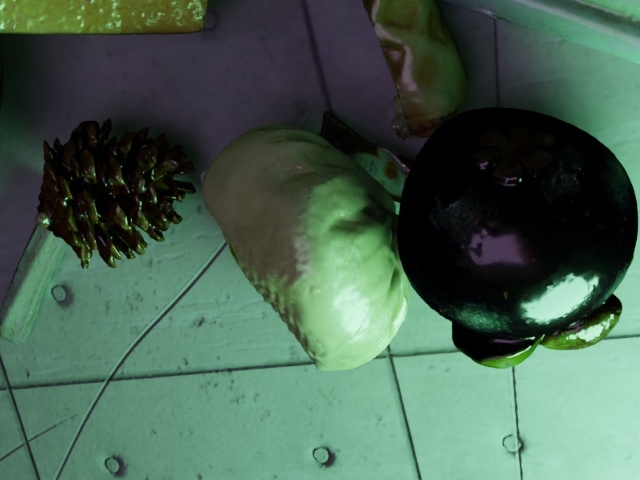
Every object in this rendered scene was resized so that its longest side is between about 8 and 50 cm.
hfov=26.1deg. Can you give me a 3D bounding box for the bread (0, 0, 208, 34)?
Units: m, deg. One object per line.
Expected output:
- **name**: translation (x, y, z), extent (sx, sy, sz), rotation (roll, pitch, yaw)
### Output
- **bread**: translation (-0.246, -0.294, 1.316), extent (0.275, 0.114, 0.184), rotation (-3, 114, -17)

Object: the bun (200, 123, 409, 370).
- **bun**: translation (0.000, 0.000, 1.345), extent (0.160, 0.259, 0.259), rotation (-34, 95, -4)

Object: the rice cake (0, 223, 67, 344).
- **rice cake**: translation (-0.325, 0.033, 1.584), extent (0.047, 0.036, 0.206), rotation (26, 117, -2)

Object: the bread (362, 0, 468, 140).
- **bread**: translation (0.072, -0.208, 1.288), extent (0.088, 0.128, 0.232), rotation (-22, 100, 1)

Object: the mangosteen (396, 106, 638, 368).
- **mangosteen**: translation (0.185, 0.000, 1.273), extent (0.243, 0.243, 0.242), rotation (8, 112, 19)

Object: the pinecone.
- **pinecone**: translation (-0.215, -0.053, 1.443), extent (0.174, 0.173, 0.173), rotation (8, 112, 19)

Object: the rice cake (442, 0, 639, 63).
- **rice cake**: translation (0.217, -0.228, 1.261), extent (0.226, 0.040, 0.085), rotation (21, 114, 14)

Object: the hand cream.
- **hand cream**: translation (0.065, -0.071, 1.386), extent (0.163, 0.039, 0.062), rotation (26, 133, 14)

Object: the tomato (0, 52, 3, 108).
- **tomato**: translation (-0.486, -0.165, 1.430), extent (0.317, 0.282, 0.316), rotation (2, 99, 12)
